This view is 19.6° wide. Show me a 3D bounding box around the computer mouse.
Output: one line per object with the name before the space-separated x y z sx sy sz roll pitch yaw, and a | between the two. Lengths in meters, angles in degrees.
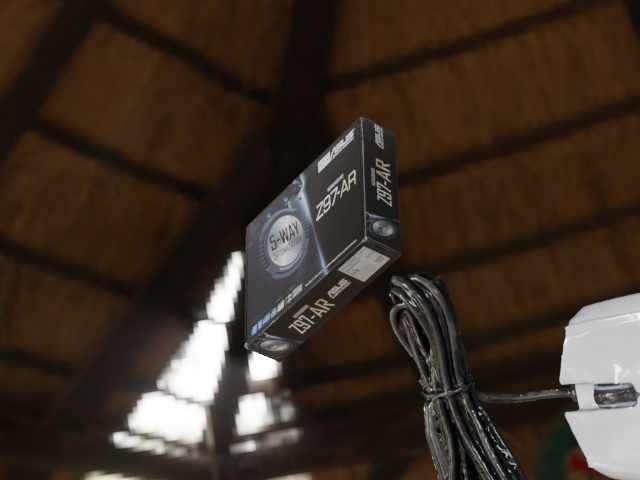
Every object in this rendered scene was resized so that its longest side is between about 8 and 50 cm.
computer mouse | 0.115 0.048 0.637 0.193 0.106 0.042 -12 -2 29

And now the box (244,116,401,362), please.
box | 0.000 0.000 0.746 0.018 0.067 0.083 25 -47 -27
